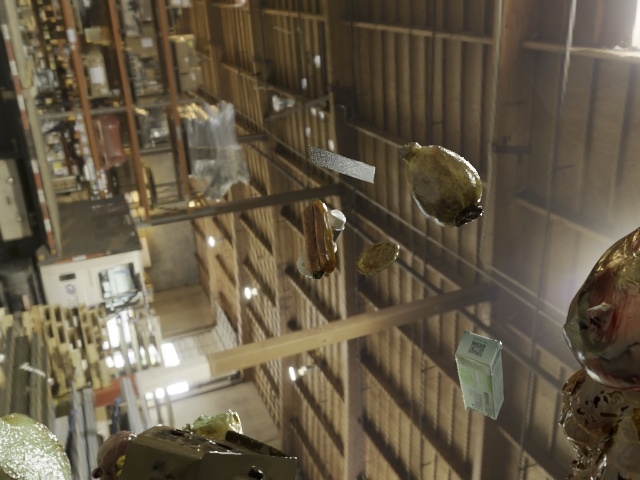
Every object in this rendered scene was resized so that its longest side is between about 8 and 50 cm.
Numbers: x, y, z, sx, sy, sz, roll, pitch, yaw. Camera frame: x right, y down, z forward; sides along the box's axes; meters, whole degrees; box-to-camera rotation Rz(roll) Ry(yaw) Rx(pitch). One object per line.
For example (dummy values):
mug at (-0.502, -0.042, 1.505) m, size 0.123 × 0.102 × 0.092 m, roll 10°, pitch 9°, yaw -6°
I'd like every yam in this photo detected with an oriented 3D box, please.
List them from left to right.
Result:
yam at (-0.537, 0.379, 0.942) m, size 0.161 × 0.268 × 0.161 m, roll 57°, pitch 7°, yaw -11°

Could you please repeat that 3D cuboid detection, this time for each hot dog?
hot dog at (0.000, 0.000, 1.330) m, size 0.072 × 0.055 × 0.188 m, roll -22°, pitch -114°, yaw 40°

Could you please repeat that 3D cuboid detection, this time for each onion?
onion at (0.475, 0.096, 0.831) m, size 0.272 × 0.195 × 0.272 m, roll -57°, pitch -172°, yaw 13°

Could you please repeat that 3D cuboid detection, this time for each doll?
doll at (-0.414, 0.478, 1.367) m, size 0.096 × 0.188 × 0.145 m, roll 29°, pitch -34°, yaw 45°

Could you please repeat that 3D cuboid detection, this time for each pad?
pad at (0.060, -0.211, 1.702) m, size 0.127 × 0.190 × 0.004 m, roll 81°, pitch 30°, yaw -75°

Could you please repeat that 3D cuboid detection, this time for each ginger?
ginger at (0.487, 0.349, 1.000) m, size 0.274 × 0.152 × 0.357 m, roll 134°, pitch -39°, yaw -56°

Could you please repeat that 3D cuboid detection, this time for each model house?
model house at (-0.097, 0.323, 0.632) m, size 0.204 × 0.243 × 0.211 m, roll 77°, pitch 26°, yaw -84°

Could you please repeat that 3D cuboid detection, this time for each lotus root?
lotus root at (0.250, -0.124, 1.273) m, size 0.214 × 0.138 × 0.138 m, roll 54°, pitch -24°, yaw 7°

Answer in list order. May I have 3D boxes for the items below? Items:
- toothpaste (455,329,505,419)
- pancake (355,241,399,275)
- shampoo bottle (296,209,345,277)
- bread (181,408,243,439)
toothpaste at (0.368, 0.315, 1.392) m, size 0.081 × 0.067 × 0.336 m, roll 17°, pitch -28°, yaw 27°
pancake at (0.134, 0.041, 1.440) m, size 0.011 × 0.115 × 0.115 m, roll 53°, pitch -5°, yaw -32°
shampoo bottle at (0.008, 0.007, 1.501) m, size 0.192 × 0.074 × 0.074 m, roll -59°, pitch -138°, yaw 33°
bread at (-0.142, 0.411, 0.985) m, size 0.087 × 0.098 × 0.269 m, roll 110°, pitch -39°, yaw -80°
